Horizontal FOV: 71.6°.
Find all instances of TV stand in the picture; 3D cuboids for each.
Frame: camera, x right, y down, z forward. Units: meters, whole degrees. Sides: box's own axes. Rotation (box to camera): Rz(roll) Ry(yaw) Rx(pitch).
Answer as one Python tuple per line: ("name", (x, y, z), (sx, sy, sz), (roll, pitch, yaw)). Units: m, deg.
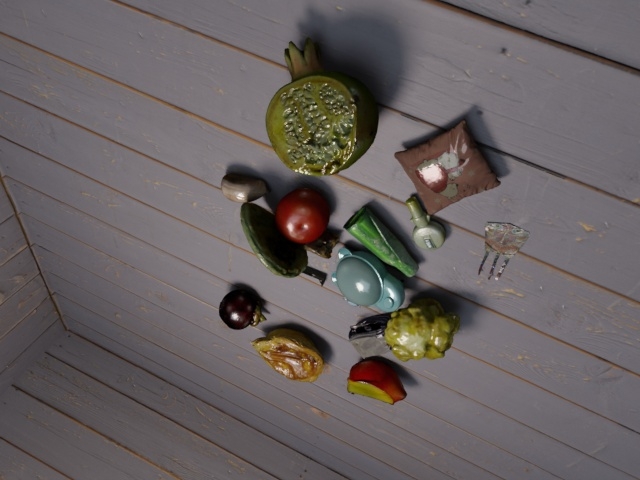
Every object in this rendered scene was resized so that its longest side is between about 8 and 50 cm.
("TV stand", (-0.102, 0.117, 1.807), (0.257, 0.040, 0.048), (22, 136, 11))

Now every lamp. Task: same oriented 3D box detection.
("lamp", (0.171, 0.153, 1.606), (0.284, 0.147, 0.209), (22, 132, 9))

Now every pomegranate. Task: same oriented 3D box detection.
("pomegranate", (0.010, -0.354, 1.207), (0.310, 0.216, 0.358), (-11, 92, 37))

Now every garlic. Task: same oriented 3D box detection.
("garlic", (-0.284, -0.186, 1.589), (0.196, 0.101, 0.086), (12, 132, 21))

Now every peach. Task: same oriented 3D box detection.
("peach", (0.255, 0.617, 1.974), (0.268, 0.158, 0.153), (9, 143, 25))

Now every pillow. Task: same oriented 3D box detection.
("pillow", (0.348, -0.196, 1.230), (0.236, 0.084, 0.223), (-25, 112, 40))

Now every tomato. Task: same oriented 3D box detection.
("tomato", (-0.062, -0.080, 1.511), (0.195, 0.136, 0.195), (-1, 124, -1))

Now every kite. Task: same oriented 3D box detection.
("kite", (0.549, 0.035, 1.381), (0.127, 0.016, 0.229), (21, 133, 16))

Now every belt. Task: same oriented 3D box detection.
("belt", (0.217, 0.376, 1.790), (0.231, 0.139, 0.126), (-22, 116, 44))

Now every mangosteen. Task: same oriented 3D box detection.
("mangosteen", (-0.354, 0.325, 2.057), (0.231, 0.194, 0.194), (13, 140, -16))

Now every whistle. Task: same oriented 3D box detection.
("whistle", (0.323, -0.050, 1.398), (0.104, 0.057, 0.198), (-12, 123, 37))

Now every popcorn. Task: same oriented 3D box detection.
("popcorn", (0.370, 0.320, 1.603), (0.242, 0.250, 0.234), (13, 96, 19))

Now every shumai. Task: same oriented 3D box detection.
("shumai", (-0.005, 0.006, 1.607), (0.123, 0.105, 0.139), (26, 170, -13))

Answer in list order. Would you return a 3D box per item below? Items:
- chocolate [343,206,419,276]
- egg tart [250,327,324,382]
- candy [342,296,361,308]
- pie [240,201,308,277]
("chocolate", (0.217, 0.015, 1.493), (0.291, 0.110, 0.110), (41, 137, -14))
("egg tart", (-0.135, 0.543, 2.136), (0.352, 0.153, 0.339), (-26, 114, 42))
("candy", (0.130, 0.251, 1.812), (0.083, 0.020, 0.030), (25, 138, 7))
("pie", (-0.159, 0.000, 1.548), (0.071, 0.323, 0.323), (-37, 106, 20))
